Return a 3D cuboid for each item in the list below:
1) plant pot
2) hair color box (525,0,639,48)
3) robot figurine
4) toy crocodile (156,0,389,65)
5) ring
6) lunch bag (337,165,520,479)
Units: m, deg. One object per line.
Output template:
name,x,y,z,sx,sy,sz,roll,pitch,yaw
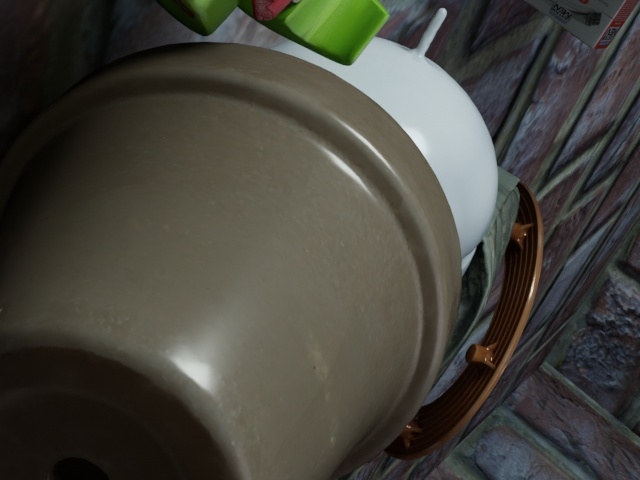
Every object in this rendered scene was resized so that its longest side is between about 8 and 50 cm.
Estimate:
plant pot,-0.072,0.057,0.569,0.263,0.263,0.229,-60,-178,27
hair color box,0.276,-0.276,1.109,0.167,0.093,0.053,-58,160,24
robot figurine,0.000,0.000,0.830,0.300,0.200,0.353,-62,176,-46
toy crocodile,-0.040,-0.179,0.539,0.115,0.105,0.340,-48,161,-8
ring,0.134,0.079,1.300,0.336,0.032,0.336,-54,-160,31
lunch bag,0.069,0.052,1.102,0.287,0.169,0.235,-53,176,21
